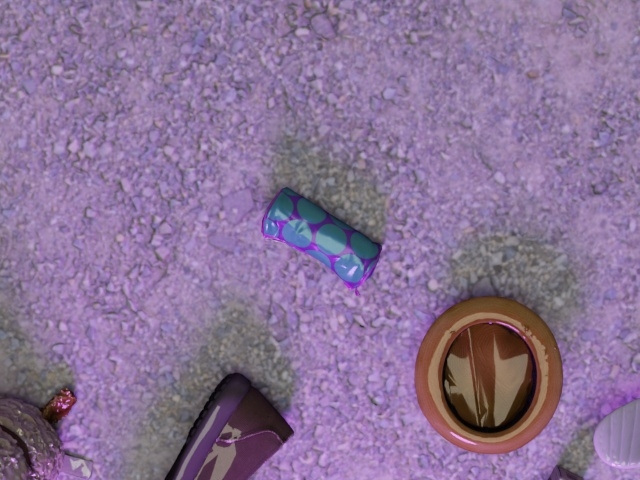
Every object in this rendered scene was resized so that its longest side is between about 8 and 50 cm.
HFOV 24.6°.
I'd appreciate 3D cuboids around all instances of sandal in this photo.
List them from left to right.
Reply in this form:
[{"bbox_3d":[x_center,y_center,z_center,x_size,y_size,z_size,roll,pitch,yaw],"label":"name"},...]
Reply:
[{"bbox_3d":[0.454,0.213,1.801,0.265,0.076,0.102,-16,75,-6],"label":"sandal"}]

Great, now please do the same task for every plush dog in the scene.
[{"bbox_3d":[-0.398,0.277,1.782,0.210,0.225,0.262,-35,96,8],"label":"plush dog"}]

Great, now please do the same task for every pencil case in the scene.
[{"bbox_3d":[0.000,0.000,1.798,0.152,0.064,0.070,31,84,-2],"label":"pencil case"}]

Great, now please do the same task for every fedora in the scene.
[{"bbox_3d":[0.205,0.163,1.806,0.194,0.079,0.194,0,93,3],"label":"fedora"}]

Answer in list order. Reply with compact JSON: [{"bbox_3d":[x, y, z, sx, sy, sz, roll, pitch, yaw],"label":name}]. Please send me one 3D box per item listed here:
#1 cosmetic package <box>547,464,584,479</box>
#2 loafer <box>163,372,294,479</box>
[{"bbox_3d":[0.289,0.346,1.841,0.041,0.060,0.115,27,98,0],"label":"cosmetic package"},{"bbox_3d":[-0.152,0.347,1.826,0.130,0.134,0.366,30,100,-2],"label":"loafer"}]
